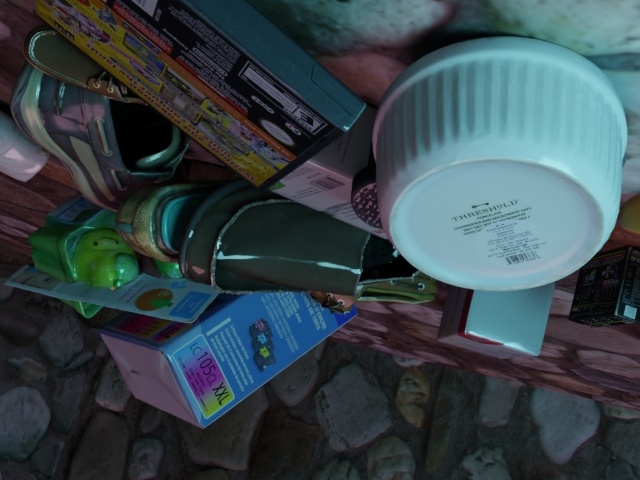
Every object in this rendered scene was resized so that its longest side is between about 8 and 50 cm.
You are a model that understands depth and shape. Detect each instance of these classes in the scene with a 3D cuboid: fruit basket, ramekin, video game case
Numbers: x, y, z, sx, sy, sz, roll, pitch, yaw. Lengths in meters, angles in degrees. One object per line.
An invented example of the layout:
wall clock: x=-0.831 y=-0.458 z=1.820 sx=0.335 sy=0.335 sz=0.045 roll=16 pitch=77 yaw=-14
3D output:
fruit basket: x=-0.275 y=0.006 z=1.329 sx=0.353 sy=0.327 sz=0.165 roll=3 pitch=120 yaw=27
ramekin: x=0.141 y=-0.049 z=0.658 sx=0.207 sy=0.109 sz=0.207 roll=6 pitch=142 yaw=5
video game case: x=-0.116 y=-0.156 z=0.675 sx=0.275 sy=0.035 sz=0.248 roll=38 pitch=163 yaw=-10

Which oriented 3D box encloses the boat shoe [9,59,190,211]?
boat shoe: x=-0.233 y=-0.110 z=1.005 sx=0.130 sy=0.132 sz=0.355 roll=13 pitch=169 yaw=17

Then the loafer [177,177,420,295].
loafer: x=0.000 y=0.000 z=0.991 sx=0.366 sy=0.133 sz=0.130 roll=-7 pitch=-153 yaw=-42

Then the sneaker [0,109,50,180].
sneaker: x=-0.545 y=-0.145 z=1.309 sx=0.293 sy=0.108 sz=0.169 roll=2 pitch=158 yaw=45

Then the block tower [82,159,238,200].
block tower: x=-0.194 y=-0.066 z=1.239 sx=0.336 sy=0.097 sz=0.091 roll=12 pitch=168 yaw=13

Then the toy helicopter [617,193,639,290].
toy helicopter: x=0.447 y=0.012 z=0.770 sx=0.235 sy=0.140 sz=0.355 roll=28 pitch=155 yaw=-13

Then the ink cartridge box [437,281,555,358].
ink cartridge box: x=0.286 y=0.119 z=1.360 sx=0.128 sy=0.127 sz=0.176 roll=17 pitch=168 yaw=-4

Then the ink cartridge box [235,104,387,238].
ink cartridge box: x=0.036 y=-0.080 z=0.889 sx=0.208 sy=0.086 sz=0.153 roll=23 pitch=166 yaw=-24

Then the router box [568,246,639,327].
router box: x=0.380 y=0.064 z=1.075 sx=0.038 sy=0.092 sz=0.122 roll=18 pitch=168 yaw=-9

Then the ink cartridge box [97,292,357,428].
ink cartridge box: x=-0.131 y=0.119 z=1.371 sx=0.270 sy=0.395 sz=0.151 roll=3 pitch=119 yaw=54

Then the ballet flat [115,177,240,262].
ballet flat: x=-0.115 y=-0.033 z=1.065 sx=0.123 sy=0.123 sz=0.349 roll=6 pitch=-172 yaw=39

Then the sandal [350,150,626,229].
sandal: x=0.148 y=-0.074 z=0.762 sx=0.255 sy=0.054 sz=0.097 roll=-9 pitch=137 yaw=21

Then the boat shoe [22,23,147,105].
boat shoe: x=-0.202 y=-0.172 z=0.811 sx=0.178 sy=0.064 sz=0.060 roll=15 pitch=-168 yaw=-22

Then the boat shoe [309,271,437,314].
boat shoe: x=0.031 y=0.057 z=1.219 sx=0.307 sy=0.104 sz=0.111 roll=-5 pitch=170 yaw=-9
